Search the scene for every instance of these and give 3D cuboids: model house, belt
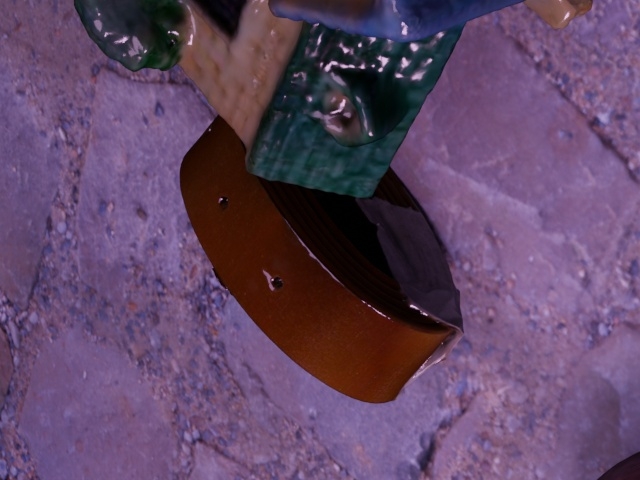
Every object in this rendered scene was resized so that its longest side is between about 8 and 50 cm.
[{"bbox_3d":[0.021,-0.234,1.270,0.343,0.334,0.382,49,138,18],"label":"model house"},{"bbox_3d":[0.000,0.000,1.486,0.122,0.217,0.339,-48,66,32],"label":"belt"}]

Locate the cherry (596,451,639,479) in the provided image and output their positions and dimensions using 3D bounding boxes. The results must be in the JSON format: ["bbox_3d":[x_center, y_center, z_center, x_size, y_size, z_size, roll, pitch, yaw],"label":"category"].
[{"bbox_3d":[0.295,0.297,1.300,0.206,0.239,0.239,52,129,14],"label":"cherry"}]
